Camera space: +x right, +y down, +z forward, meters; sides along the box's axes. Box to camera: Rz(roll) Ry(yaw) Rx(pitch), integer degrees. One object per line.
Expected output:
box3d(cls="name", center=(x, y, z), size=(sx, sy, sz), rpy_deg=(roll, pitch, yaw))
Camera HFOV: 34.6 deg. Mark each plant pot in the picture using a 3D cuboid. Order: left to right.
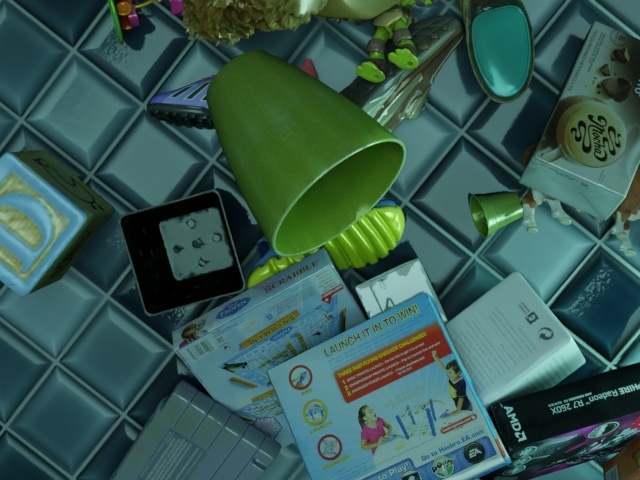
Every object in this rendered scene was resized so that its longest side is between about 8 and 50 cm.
box3d(cls="plant pot", center=(-0.239, 0.013, 1.884), size=(0.188, 0.167, 0.187), rpy_deg=(-15, 96, 5))
box3d(cls="plant pot", center=(-0.054, -0.171, 1.727), size=(0.275, 0.275, 0.293), rpy_deg=(-42, 70, 6))
box3d(cls="plant pot", center=(0.328, -0.055, 1.902), size=(0.079, 0.083, 0.083), rpy_deg=(-18, 95, -9))

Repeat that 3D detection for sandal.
box3d(cls="sandal", center=(0.000, 0.000, 1.893), size=(0.318, 0.138, 0.126), rpy_deg=(-23, 126, -3))

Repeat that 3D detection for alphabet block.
box3d(cls="alphabet block", center=(-0.524, -0.036, 1.876), size=(0.192, 0.197, 0.193), rpy_deg=(41, 96, -3))

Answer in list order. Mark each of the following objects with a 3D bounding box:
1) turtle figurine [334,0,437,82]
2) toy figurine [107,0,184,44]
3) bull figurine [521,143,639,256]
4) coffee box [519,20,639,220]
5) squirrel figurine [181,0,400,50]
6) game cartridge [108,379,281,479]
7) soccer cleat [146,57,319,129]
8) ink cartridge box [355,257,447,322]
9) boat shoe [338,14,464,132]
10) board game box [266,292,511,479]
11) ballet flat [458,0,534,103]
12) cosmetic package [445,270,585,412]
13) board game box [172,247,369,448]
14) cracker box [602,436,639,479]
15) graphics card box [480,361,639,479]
box3d(cls="turtle figurine", center=(0.111, -0.387, 1.829), size=(0.270, 0.087, 0.217), rpy_deg=(-7, 60, 21))
box3d(cls="toy figurine", center=(-0.312, -0.459, 1.882), size=(0.159, 0.130, 0.173), rpy_deg=(-16, 70, -9))
box3d(cls="bull figurine", center=(0.513, -0.086, 1.861), size=(0.311, 0.101, 0.188), rpy_deg=(11, 64, 8))
box3d(cls="coffee box", center=(0.487, -0.209, 1.791), size=(0.168, 0.119, 0.297), rpy_deg=(26, 72, 7))
box3d(cls="squirrel figurine", center=(-0.087, -0.507, 1.725), size=(0.370, 0.281, 0.397), rpy_deg=(32, 65, 35))
box3d(cls="game cartridge", center=(-0.253, 0.438, 1.925), size=(0.230, 0.068, 0.355), rpy_deg=(36, 120, 2))
box3d(cls="soccer cleat", center=(-0.158, -0.270, 1.889), size=(0.318, 0.108, 0.116), rpy_deg=(-2, 84, 1))
box3d(cls="ink cartridge box", center=(0.149, 0.113, 1.865), size=(0.127, 0.176, 0.128), rpy_deg=(-26, 87, 5))
box3d(cls="boat shoe", center=(0.139, -0.277, 1.875), size=(0.324, 0.123, 0.116), rpy_deg=(-43, 127, 1))
box3d(cls="board game box", center=(0.109, 0.290, 1.702), size=(0.308, 0.086, 0.301), rpy_deg=(-27, 71, 10))
box3d(cls="ballet flat", center=(0.302, -0.411, 1.837), size=(0.123, 0.123, 0.348), rpy_deg=(-14, 88, 4))
box3d(cls="cosmetic package", center=(0.236, 0.274, 1.841), size=(0.453, 0.230, 0.161), rpy_deg=(-38, 65, 5))
box3d(cls="board game box", center=(-0.052, 0.214, 1.881), size=(0.319, 0.066, 0.318), rpy_deg=(-28, 122, 5))
box3d(cls="cracker box", center=(0.657, 0.429, 1.874), size=(0.232, 0.155, 0.067), rpy_deg=(12, 54, -10))
box3d(cls="graphics card box", center=(0.462, 0.320, 1.810), size=(0.371, 0.232, 0.094), rpy_deg=(-13, 61, -11))
